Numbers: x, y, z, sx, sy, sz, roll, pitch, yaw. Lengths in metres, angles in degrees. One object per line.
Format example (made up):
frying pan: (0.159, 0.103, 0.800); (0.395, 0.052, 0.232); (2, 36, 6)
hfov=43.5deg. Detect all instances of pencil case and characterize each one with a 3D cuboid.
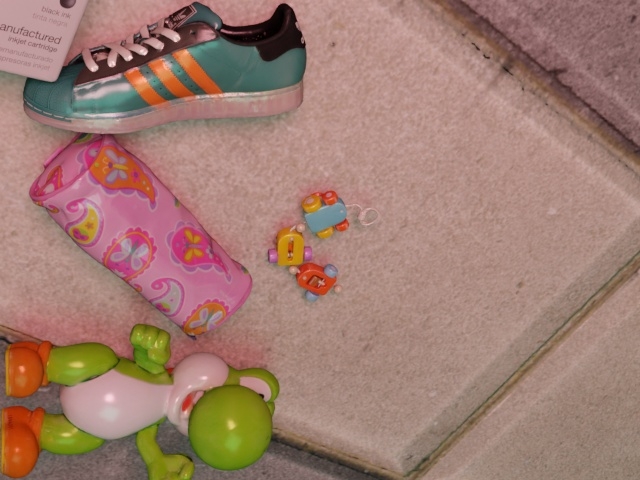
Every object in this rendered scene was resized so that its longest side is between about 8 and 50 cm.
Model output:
pencil case: (-0.207, -0.003, 0.959); (0.124, 0.124, 0.284); (-35, 126, 10)

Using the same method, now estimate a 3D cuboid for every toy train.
toy train: (0.000, 0.000, 1.060); (0.125, 0.046, 0.166); (19, 120, -27)

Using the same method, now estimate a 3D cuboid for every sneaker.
sneaker: (-0.162, -0.193, 0.850); (0.302, 0.108, 0.121); (-10, 125, -18)

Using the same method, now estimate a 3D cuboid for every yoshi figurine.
yoshi figurine: (-0.212, 0.218, 1.023); (0.362, 0.203, 0.203); (3, 146, -23)

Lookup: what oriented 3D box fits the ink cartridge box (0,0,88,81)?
ink cartridge box: (-0.289, -0.298, 0.697); (0.197, 0.114, 0.272); (5, 125, -45)
